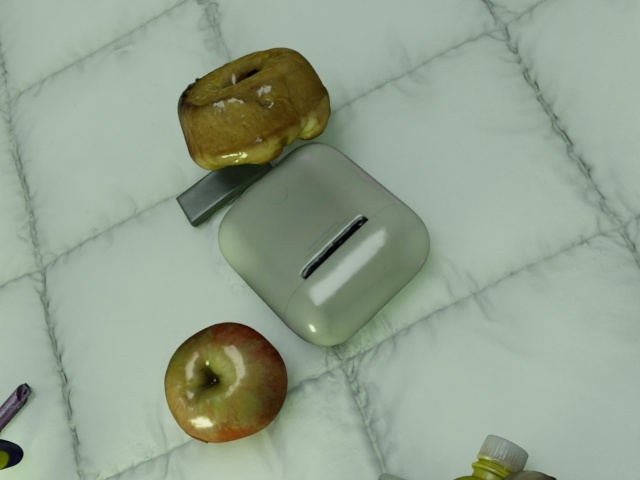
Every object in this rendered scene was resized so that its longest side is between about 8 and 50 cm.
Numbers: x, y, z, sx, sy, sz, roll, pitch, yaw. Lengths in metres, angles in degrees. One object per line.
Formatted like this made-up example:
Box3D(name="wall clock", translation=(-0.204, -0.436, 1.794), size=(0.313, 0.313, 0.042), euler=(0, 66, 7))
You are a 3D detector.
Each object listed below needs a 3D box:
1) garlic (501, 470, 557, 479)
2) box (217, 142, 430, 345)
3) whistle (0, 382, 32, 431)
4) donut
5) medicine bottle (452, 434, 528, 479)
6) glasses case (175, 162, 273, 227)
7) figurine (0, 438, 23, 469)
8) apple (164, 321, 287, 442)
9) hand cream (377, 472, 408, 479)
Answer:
Box3D(name="garlic", translation=(0.333, 0.404, 1.464), size=(0.160, 0.214, 0.191), euler=(-35, 28, 60))
Box3D(name="box", translation=(0.000, -0.001, 1.895), size=(0.289, 0.141, 0.349), euler=(-43, 54, -5))
Box3D(name="whistle", translation=(-0.602, 0.339, 2.039), size=(0.033, 0.033, 0.176), euler=(35, 80, 35))
Box3D(name="donut", translation=(-0.127, -0.241, 2.011), size=(0.317, 0.150, 0.299), euler=(4, 35, 48))
Box3D(name="medicine bottle", translation=(0.228, 0.390, 1.581), size=(0.122, 0.122, 0.212), euler=(19, 71, 31))
Box3D(name="glasses case", translation=(-0.184, -0.106, 2.099), size=(0.190, 0.042, 0.072), euler=(-37, 58, 1))
Box3D(name="figurine", translation=(-0.517, 0.487, 1.820), size=(0.154, 0.193, 0.421), euler=(-42, 59, -7))
Box3D(name="apple", translation=(-0.158, 0.239, 1.819), size=(0.209, 0.164, 0.209), euler=(-7, 72, 21))
Box3D(name="hand cream", translation=(0.076, 0.484, 1.642), size=(0.095, 0.059, 0.276), euler=(14, 64, 31))
